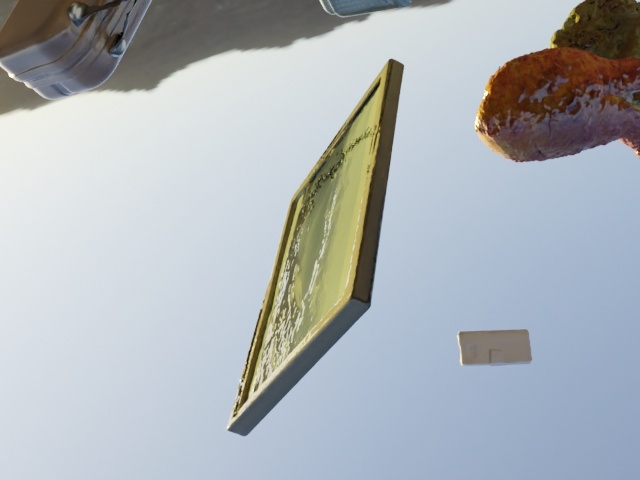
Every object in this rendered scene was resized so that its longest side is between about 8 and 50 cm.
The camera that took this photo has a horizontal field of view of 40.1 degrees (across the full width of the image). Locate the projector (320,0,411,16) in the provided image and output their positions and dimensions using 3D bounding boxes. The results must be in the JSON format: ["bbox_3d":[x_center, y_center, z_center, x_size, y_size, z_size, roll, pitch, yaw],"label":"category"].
[{"bbox_3d":[0.018,-0.339,0.720,0.099,0.256,0.192,-1,-134,34],"label":"projector"}]

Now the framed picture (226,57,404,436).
[{"bbox_3d":[0.000,0.000,0.869,0.247,0.022,0.335,-51,-161,43],"label":"framed picture"}]

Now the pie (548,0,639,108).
[{"bbox_3d":[0.663,-0.340,1.712,0.418,0.180,0.395,13,-137,22],"label":"pie"}]

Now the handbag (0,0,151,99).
[{"bbox_3d":[-0.392,-0.397,1.490,0.283,0.149,0.301,-2,-123,43],"label":"handbag"}]

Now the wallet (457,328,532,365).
[{"bbox_3d":[0.204,0.126,1.027,0.083,0.044,0.011,-3,155,2],"label":"wallet"}]

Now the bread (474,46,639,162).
[{"bbox_3d":[0.315,-0.166,1.076,0.269,0.139,0.095,-2,-168,-14],"label":"bread"}]
